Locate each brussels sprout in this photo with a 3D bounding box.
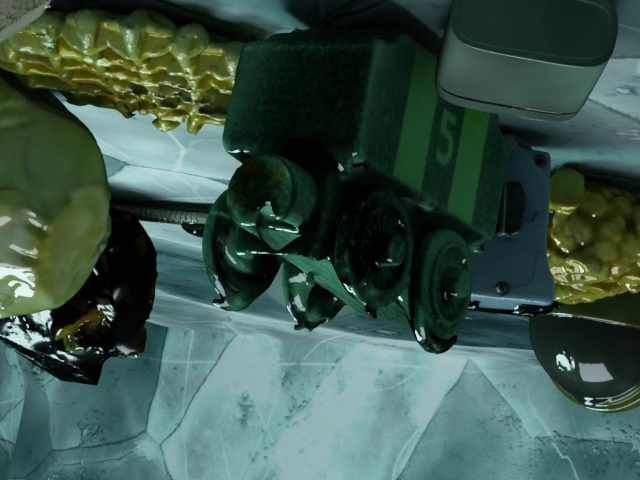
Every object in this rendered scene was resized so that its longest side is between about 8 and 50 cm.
[{"bbox_3d":[-0.365,-0.050,1.337,0.344,0.268,0.344,25,174,3],"label":"brussels sprout"}]

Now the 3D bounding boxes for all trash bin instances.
[{"bbox_3d":[0.144,-0.135,0.976,0.116,0.059,0.130,9,169,2],"label":"trash bin"},{"bbox_3d":[0.402,0.119,1.766,0.214,0.214,0.333,1,171,43],"label":"trash bin"}]

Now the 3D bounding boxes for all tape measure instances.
[{"bbox_3d":[0.133,-0.020,1.297,0.180,0.182,0.107,-1,168,-3],"label":"tape measure"}]

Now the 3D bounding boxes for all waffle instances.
[{"bbox_3d":[-0.156,-0.152,1.190,0.261,0.056,0.250,3,168,45],"label":"waffle"}]

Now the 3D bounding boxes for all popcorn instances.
[{"bbox_3d":[0.270,0.003,1.437,0.194,0.140,0.163,-2,170,44],"label":"popcorn"}]

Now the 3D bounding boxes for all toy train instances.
[{"bbox_3d":[0.031,-0.040,1.100,0.166,0.238,0.299,5,167,31],"label":"toy train"}]

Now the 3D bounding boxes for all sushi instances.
[{"bbox_3d":[-0.343,0.065,1.972,0.212,0.227,0.215,3,153,39],"label":"sushi"}]

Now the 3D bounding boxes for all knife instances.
[{"bbox_3d":[-0.233,-0.030,2.017,0.365,0.043,0.089,5,164,29],"label":"knife"}]

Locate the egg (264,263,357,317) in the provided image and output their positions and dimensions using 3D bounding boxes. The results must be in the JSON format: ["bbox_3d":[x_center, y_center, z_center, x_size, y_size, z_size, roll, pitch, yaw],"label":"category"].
[{"bbox_3d":[0.000,0.000,1.562,0.176,0.176,0.232,15,177,-28],"label":"egg"}]

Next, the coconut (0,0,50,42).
[{"bbox_3d":[-0.238,-0.184,0.908,0.116,0.122,0.116,35,153,21],"label":"coconut"}]
